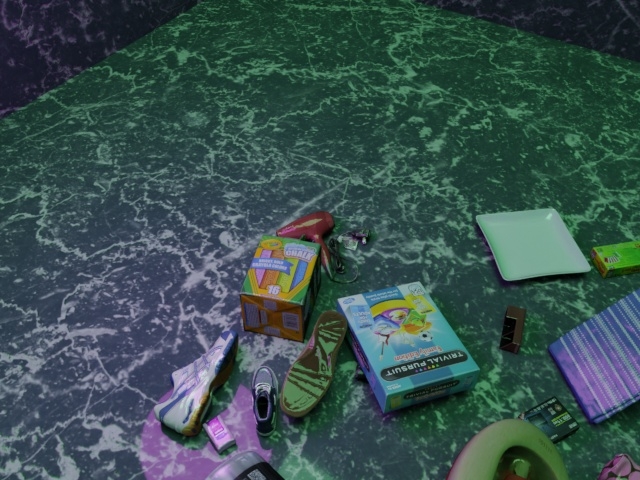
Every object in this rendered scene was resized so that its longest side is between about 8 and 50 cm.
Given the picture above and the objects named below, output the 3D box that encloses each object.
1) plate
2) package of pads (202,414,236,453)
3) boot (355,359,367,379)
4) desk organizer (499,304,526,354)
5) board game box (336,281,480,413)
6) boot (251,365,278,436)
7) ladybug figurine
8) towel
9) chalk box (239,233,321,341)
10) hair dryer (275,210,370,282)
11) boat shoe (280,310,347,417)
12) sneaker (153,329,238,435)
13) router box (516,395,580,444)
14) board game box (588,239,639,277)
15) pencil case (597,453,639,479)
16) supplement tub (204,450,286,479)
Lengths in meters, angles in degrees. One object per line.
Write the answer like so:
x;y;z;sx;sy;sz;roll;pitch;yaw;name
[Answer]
0.656;0.017;1.835;0.278;0.045;0.277;-6;47;-6;plate
-0.245;0.469;1.418;0.050;0.032;0.083;-26;52;-26;package of pads
0.138;0.356;1.517;0.099;0.045;0.121;9;40;5;boot
0.533;0.245;1.622;0.050;0.047;0.130;13;48;15;desk organizer
0.218;0.265;1.538;0.253;0.079;0.336;-11;40;-16;board game box
-0.138;0.383;1.461;0.069;0.086;0.190;-6;48;-6;boot
0.363;0.573;1.196;0.305;0.162;0.449;46;46;1;ladybug figurine
0.764;0.278;1.460;0.336;0.040;0.243;-40;42;22;towel
-0.099;0.107;1.657;0.179;0.180;0.289;9;46;8;chalk box
0.000;0.000;1.824;0.293;0.080;0.224;15;49;14;hair dryer
-0.015;0.326;1.512;0.109;0.098;0.302;22;56;6;boat shoe
-0.312;0.338;1.487;0.131;0.112;0.296;15;48;14;sneaker
0.556;0.450;1.436;0.122;0.038;0.092;-21;51;-19;router box
0.937;0.055;1.802;0.181;0.043;0.092;-9;48;-8;board game box
0.735;0.564;1.298;0.209;0.095;0.098;35;87;27;pencil case
-0.093;0.608;1.172;0.338;0.207;0.207;34;55;28;supplement tub
